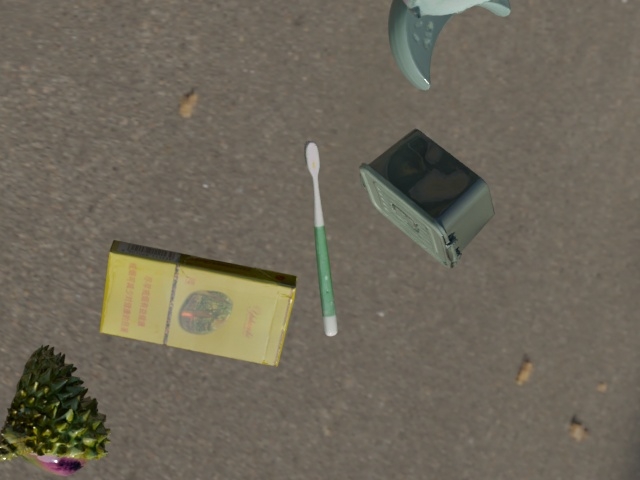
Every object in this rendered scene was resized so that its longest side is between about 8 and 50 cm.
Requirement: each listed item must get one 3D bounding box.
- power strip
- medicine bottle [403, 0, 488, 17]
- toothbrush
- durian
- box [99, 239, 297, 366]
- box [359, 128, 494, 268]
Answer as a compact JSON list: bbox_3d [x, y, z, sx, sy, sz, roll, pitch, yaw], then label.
[{"bbox_3d":[0.171,-0.311,1.503,0.216,0.044,0.137,-45,117,-18],"label":"power strip"},{"bbox_3d":[0.102,-0.389,1.102,0.245,0.245,0.290,-20,72,-37],"label":"medicine bottle"},{"bbox_3d":[0.000,0.000,1.414,0.018,0.024,0.257,-11,108,-14],"label":"toothbrush"},{"bbox_3d":[-0.261,0.178,1.163,0.108,0.187,0.119,22,82,-7],"label":"durian"},{"bbox_3d":[-0.103,0.053,0.947,0.155,0.023,0.087,12,119,-4],"label":"box"},{"bbox_3d":[0.101,-0.042,1.049,0.069,0.122,0.084,-42,151,-10],"label":"box"}]
